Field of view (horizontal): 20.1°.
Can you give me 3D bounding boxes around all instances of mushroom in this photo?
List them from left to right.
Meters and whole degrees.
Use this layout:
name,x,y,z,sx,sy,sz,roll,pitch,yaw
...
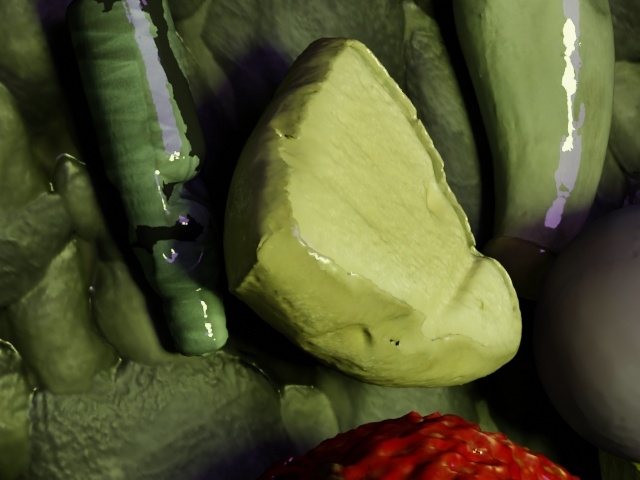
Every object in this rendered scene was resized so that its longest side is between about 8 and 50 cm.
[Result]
name,x,y,z,sx,sy,sz,roll,pitch,yaw
mushroom,0.156,-0.090,1.262,0.118,0.103,0.270,6,75,-45

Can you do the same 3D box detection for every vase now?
name,x,y,z,sx,sy,sz,roll,pitch,yaw
vase,-0.090,-0.037,1.015,0.060,0.060,0.211,-15,90,-48

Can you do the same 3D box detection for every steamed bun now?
name,x,y,z,sx,sy,sz,roll,pitch,yaw
steamed bun,0.020,0.014,1.064,0.212,0.110,0.231,50,31,-16

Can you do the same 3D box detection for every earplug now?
name,x,y,z,sx,sy,sz,roll,pitch,yaw
earplug,0.311,0.043,1.258,0.456,0.215,0.215,-8,80,-51

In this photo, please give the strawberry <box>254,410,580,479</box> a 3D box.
name,x,y,z,sx,sy,sz,roll,pitch,yaw
strawberry,0.082,0.214,0.948,0.288,0.238,0.250,3,81,-20

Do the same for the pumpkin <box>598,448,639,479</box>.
name,x,y,z,sx,sy,sz,roll,pitch,yaw
pumpkin,0.274,0.200,1.243,0.217,0.217,0.110,5,112,-45
